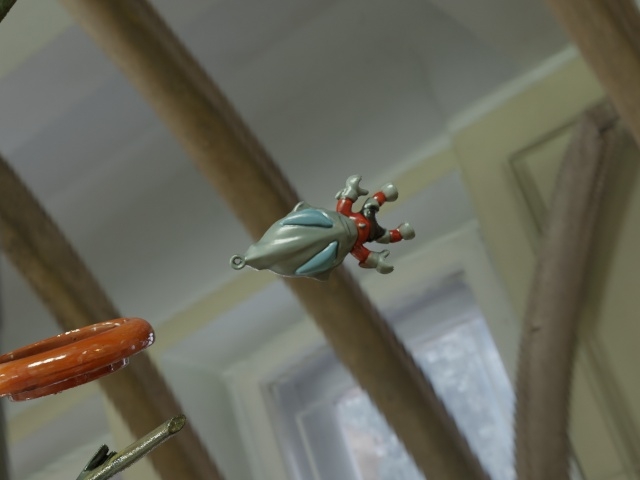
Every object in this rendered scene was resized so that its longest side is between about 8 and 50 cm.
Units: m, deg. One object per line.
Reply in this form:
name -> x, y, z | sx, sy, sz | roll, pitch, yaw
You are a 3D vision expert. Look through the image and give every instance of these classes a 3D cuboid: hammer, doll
hammer -> -0.130, 0.145, 1.016 | 0.017, 0.062, 0.182 | 39, -37, -10
doll -> 0.000, 0.000, 0.920 | 0.114, 0.039, 0.057 | -18, -67, -16

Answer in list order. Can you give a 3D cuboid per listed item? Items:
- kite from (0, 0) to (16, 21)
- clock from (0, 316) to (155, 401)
kite -> -0.299, -0.238, 1.152 | 0.250, 0.229, 0.012 | -18, 15, -31
clock -> -0.275, 0.131, 1.635 | 0.205, 0.051, 0.205 | -16, 3, 1
